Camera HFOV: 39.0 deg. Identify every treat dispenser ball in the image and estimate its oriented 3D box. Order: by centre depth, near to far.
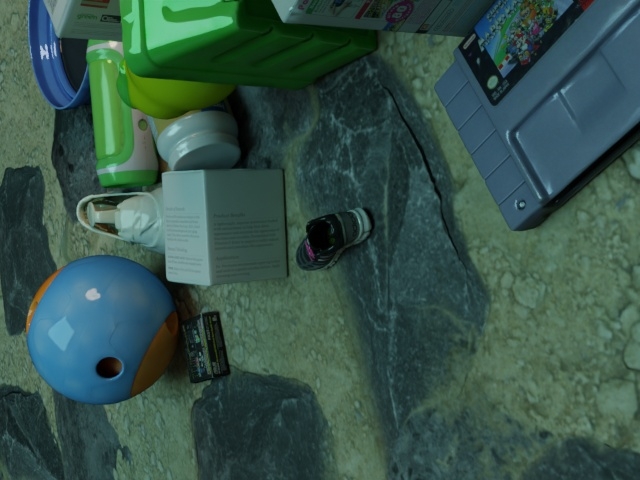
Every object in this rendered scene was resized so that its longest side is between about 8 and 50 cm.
[{"bbox_3d":[-0.418,0.171,1.742,0.288,0.288,0.288,9,101,53],"label":"treat dispenser ball"}]

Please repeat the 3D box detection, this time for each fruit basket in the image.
[{"bbox_3d":[-0.150,-0.319,1.261,0.392,0.392,0.283,3,96,53],"label":"fruit basket"}]

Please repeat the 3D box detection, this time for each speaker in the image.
[{"bbox_3d":[-0.394,-0.257,1.797,0.131,0.131,0.296,-5,90,53],"label":"speaker"}]

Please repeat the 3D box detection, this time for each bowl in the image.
[{"bbox_3d":[-0.554,-0.489,2.026,0.391,0.077,0.391,8,99,53],"label":"bowl"}]

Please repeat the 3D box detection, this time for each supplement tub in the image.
[{"bbox_3d":[-0.225,-0.217,1.559,0.144,0.144,0.200,-45,59,46],"label":"supplement tub"}]

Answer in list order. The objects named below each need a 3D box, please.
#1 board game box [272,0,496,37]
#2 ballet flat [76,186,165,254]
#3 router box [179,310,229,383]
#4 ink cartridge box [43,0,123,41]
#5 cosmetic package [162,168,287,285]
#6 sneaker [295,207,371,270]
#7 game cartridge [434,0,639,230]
[{"bbox_3d":[0.115,-0.329,0.956,0.224,0.303,0.097,-50,56,43],"label":"board game box"},{"bbox_3d":[-0.369,-0.042,1.785,0.400,0.139,0.139,7,99,53],"label":"ballet flat"},{"bbox_3d":[-0.217,0.200,1.683,0.092,0.038,0.122,-23,76,52],"label":"router box"},{"bbox_3d":[-0.250,-0.451,1.428,0.272,0.309,0.130,-52,54,41],"label":"ink cartridge box"},{"bbox_3d":[-0.159,-0.025,1.487,0.151,0.151,0.184,2,94,54],"label":"cosmetic package"},{"bbox_3d":[0.000,0.000,1.339,0.170,0.075,0.063,-34,67,50],"label":"sneaker"},{"bbox_3d":[0.273,-0.199,0.968,0.355,0.068,0.230,-49,60,44],"label":"game cartridge"}]
